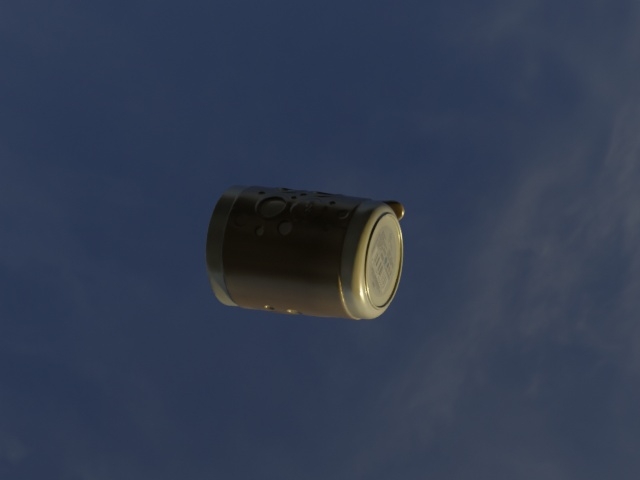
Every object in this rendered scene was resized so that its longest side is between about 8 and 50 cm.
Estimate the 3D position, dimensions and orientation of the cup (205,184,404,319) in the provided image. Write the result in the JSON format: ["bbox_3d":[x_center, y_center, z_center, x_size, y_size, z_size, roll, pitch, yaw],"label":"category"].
[{"bbox_3d":[-0.001,0.008,0.756,0.099,0.102,0.074,7,-88,25],"label":"cup"}]
